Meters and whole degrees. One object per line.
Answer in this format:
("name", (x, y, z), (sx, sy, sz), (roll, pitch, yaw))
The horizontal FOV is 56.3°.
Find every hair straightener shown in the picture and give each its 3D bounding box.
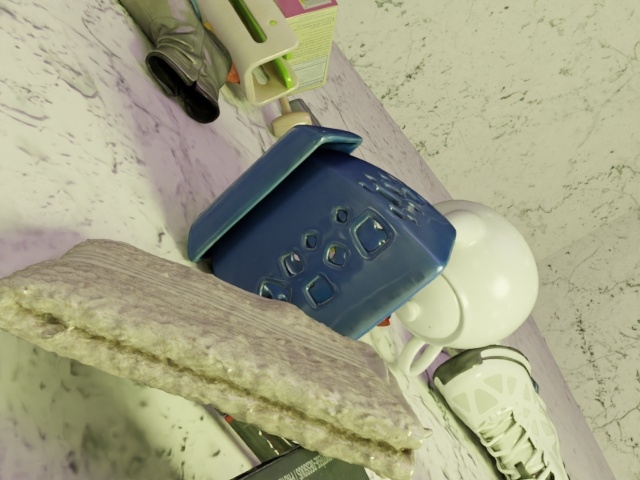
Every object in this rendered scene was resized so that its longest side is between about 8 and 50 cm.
("hair straightener", (-0.043, 0.188, 0.574), (0.230, 0.047, 0.089), (48, 20, -12))

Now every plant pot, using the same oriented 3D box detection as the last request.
("plant pot", (0.000, 0.000, 0.698), (0.212, 0.236, 0.236), (51, 18, 3))

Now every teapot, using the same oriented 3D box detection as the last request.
("teapot", (0.189, 0.074, 0.920), (0.187, 0.253, 0.255), (-30, 95, -33))

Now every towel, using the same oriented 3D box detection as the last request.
("towel", (-0.066, 0.070, 0.430), (0.282, 0.049, 0.187), (23, 4, -8))

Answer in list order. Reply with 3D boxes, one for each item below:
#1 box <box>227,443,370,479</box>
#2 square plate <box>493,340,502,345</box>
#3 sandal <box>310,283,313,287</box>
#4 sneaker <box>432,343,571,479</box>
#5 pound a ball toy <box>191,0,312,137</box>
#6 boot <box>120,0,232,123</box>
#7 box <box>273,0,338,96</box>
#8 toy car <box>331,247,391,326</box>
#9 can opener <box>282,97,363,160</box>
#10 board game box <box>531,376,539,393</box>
("box", (-0.010, 0.272, 0.341), (0.270, 0.143, 0.165), (63, 19, 15))
("square plate", (0.321, 0.129, 1.470), (0.344, 0.049, 0.347), (41, 20, -12))
("sandal", (0.028, 0.101, 0.871), (0.180, 0.049, 0.072), (61, 19, 13))
("sneaker", (0.377, 0.375, 1.111), (0.447, 0.169, 0.257), (43, 21, -42))
("pound a ball toy", (-0.144, -0.351, 1.112), (0.319, 0.136, 0.208), (60, -12, 18))
("boot", (-0.221, -0.294, 0.858), (0.246, 0.084, 0.161), (44, 28, -29))
("box", (-0.071, -0.474, 1.285), (0.243, 0.117, 0.213), (104, -38, -64))
("toy car", (0.068, 0.046, 1.061), (0.238, 0.053, 0.225), (62, 19, 13))
("can opener", (0.035, -0.200, 1.313), (0.283, 0.095, 0.076), (54, 18, -8))
("board game box", (0.473, 0.378, 1.460), (0.194, 0.060, 0.194), (56, 37, -28))
